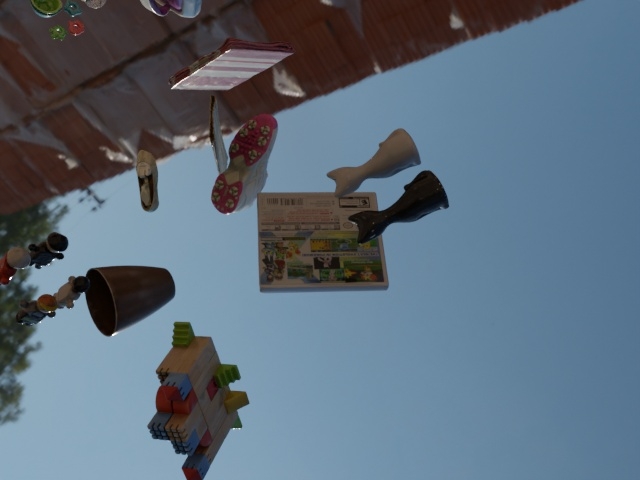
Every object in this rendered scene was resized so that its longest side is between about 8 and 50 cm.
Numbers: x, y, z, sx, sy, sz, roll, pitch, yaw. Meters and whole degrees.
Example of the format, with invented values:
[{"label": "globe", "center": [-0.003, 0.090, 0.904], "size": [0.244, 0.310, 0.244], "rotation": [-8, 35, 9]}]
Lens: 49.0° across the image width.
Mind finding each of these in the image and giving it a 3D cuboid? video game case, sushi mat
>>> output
[{"label": "video game case", "center": [0.000, 0.000, 1.846], "size": [0.329, 0.036, 0.299], "rotation": [0, -123, -7]}, {"label": "sushi mat", "center": [-0.285, -0.260, 1.975], "size": [0.019, 0.316, 0.151], "rotation": [-1, -114, -2]}]

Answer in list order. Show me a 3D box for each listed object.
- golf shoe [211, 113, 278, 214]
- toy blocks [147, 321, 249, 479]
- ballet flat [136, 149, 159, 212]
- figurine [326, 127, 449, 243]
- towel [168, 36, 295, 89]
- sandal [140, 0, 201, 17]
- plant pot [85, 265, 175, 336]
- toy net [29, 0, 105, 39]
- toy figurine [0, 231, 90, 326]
[{"label": "golf shoe", "center": [-0.196, -0.214, 1.978], "size": [0.115, 0.140, 0.306], "rotation": [37, -74, 24]}, {"label": "toy blocks", "center": [-0.343, 0.443, 1.840], "size": [0.191, 0.381, 0.261], "rotation": [0, -148, 21]}, {"label": "ballet flat", "center": [-0.457, -0.157, 1.854], "size": [0.057, 0.168, 0.052], "rotation": [-7, -173, 11]}, {"label": "figurine", "center": [0.135, -0.115, 1.519], "size": [0.210, 0.092, 0.214], "rotation": [-27, -121, 2]}, {"label": "towel", "center": [-0.262, -0.506, 2.035], "size": [0.237, 0.037, 0.329], "rotation": [-10, 176, -44]}, {"label": "sandal", "center": [-0.242, -0.407, 1.032], "size": [0.102, 0.169, 0.416], "rotation": [-10, -166, -16]}, {"label": "plant pot", "center": [-0.579, 0.164, 2.185], "size": [0.231, 0.215, 0.215], "rotation": [-15, -167, -40]}, {"label": "toy net", "center": [-0.588, -0.577, 1.709], "size": [0.232, 0.122, 0.045], "rotation": [-44, -175, -38]}, {"label": "toy figurine", "center": [-0.733, 0.101, 1.857], "size": [0.148, 0.209, 0.213], "rotation": [-32, 180, 28]}]
